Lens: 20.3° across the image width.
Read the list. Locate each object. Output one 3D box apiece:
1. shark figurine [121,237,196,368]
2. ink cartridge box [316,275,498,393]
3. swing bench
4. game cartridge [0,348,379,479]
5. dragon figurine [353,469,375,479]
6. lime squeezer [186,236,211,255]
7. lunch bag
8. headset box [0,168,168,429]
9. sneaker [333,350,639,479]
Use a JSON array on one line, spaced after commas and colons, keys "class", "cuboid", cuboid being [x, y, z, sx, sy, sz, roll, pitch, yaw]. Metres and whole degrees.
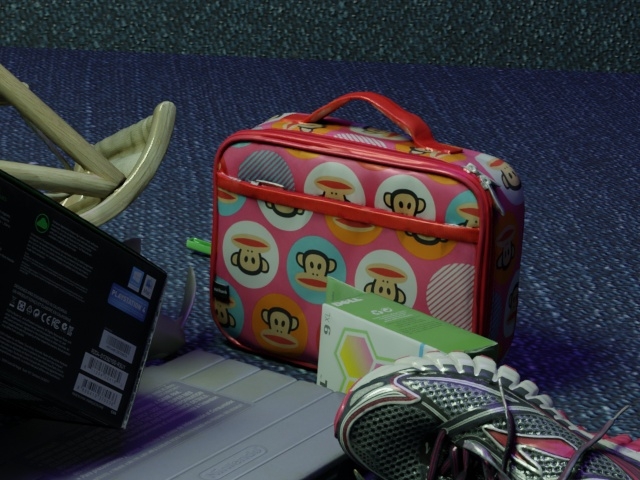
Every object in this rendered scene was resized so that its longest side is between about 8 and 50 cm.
[{"class": "shark figurine", "cuboid": [-0.169, 0.052, 1.560, 0.166, 0.116, 0.278, 21, 5, 39]}, {"class": "ink cartridge box", "cuboid": [0.051, 0.112, 1.519, 0.062, 0.109, 0.209, -11, 23, -41]}, {"class": "swing bench", "cuboid": [-0.289, -0.071, 1.505, 0.254, 0.165, 0.253, 25, -15, -18]}, {"class": "game cartridge", "cuboid": [-0.116, 0.178, 1.366, 0.230, 0.068, 0.355, 10, 18, 32]}, {"class": "dragon figurine", "cuboid": [-0.063, 0.211, 1.120, 0.289, 0.144, 0.085, 5, 17, 4]}, {"class": "lime squeezer", "cuboid": [0.000, 0.000, 1.899, 0.310, 0.110, 0.059, -22, 23, 28]}, {"class": "lunch bag", "cuboid": [0.042, -0.007, 1.648, 0.293, 0.258, 0.120, 12, 19, 26]}, {"class": "headset box", "cuboid": [-0.306, 0.034, 1.330, 0.283, 0.131, 0.246, 2, -21, 37]}, {"class": "sneaker", "cuboid": [0.149, 0.171, 1.299, 0.299, 0.121, 0.112, 17, 26, 15]}]
